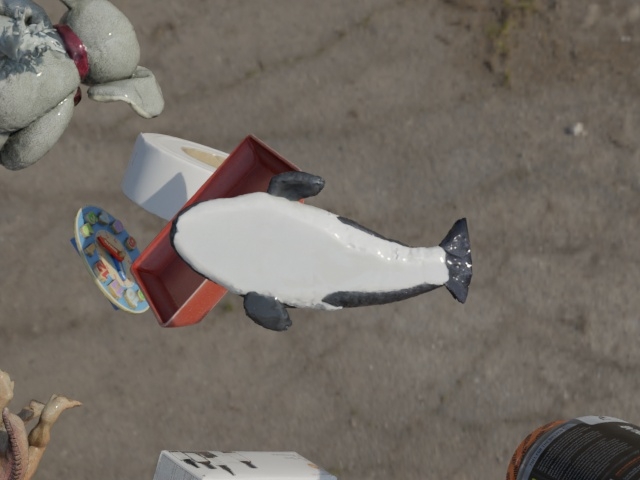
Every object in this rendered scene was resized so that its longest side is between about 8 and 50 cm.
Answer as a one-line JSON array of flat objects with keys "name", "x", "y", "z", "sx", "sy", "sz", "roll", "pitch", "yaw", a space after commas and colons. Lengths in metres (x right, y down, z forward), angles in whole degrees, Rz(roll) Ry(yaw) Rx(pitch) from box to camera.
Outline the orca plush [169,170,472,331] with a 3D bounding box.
[{"name": "orca plush", "x": 0.000, "y": 0.000, "z": 1.169, "sx": 0.287, "sy": 0.151, "sz": 0.102, "roll": -7, "pitch": 10, "yaw": -4}]

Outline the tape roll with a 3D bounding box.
[{"name": "tape roll", "x": -0.175, "y": -0.082, "z": 1.949, "sx": 0.286, "sy": 0.286, "sz": 0.100, "roll": 26, "pitch": 102, "yaw": 27}]

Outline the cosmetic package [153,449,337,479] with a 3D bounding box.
[{"name": "cosmetic package", "x": -0.098, "y": 0.325, "z": 1.606, "sx": 0.099, "sy": 0.239, "sz": 0.060, "roll": 25, "pitch": 101, "yaw": 46}]

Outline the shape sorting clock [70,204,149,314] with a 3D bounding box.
[{"name": "shape sorting clock", "x": -0.348, "y": 0.030, "z": 2.026, "sx": 0.040, "sy": 0.206, "sz": 0.206, "roll": -27, "pitch": 48, "yaw": 20}]

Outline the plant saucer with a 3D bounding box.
[{"name": "plant saucer", "x": -0.131, "y": -0.009, "z": 1.574, "sx": 0.258, "sy": 0.048, "sz": 0.259, "roll": -48, "pitch": 23, "yaw": 0}]

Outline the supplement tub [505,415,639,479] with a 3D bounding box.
[{"name": "supplement tub", "x": 0.333, "y": 0.299, "z": 1.283, "sx": 0.194, "sy": 0.193, "sz": 0.316, "roll": -29, "pitch": 12, "yaw": -13}]

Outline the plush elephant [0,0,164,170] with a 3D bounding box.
[{"name": "plush elephant", "x": -0.359, "y": -0.242, "z": 1.580, "sx": 0.255, "sy": 0.271, "sz": 0.330, "roll": -18, "pitch": 4, "yaw": -44}]

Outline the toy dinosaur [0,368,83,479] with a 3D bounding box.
[{"name": "toy dinosaur", "x": -0.386, "y": 0.257, "z": 1.378, "sx": 0.296, "sy": 0.127, "sz": 0.200, "roll": -13, "pitch": 50, "yaw": 59}]
